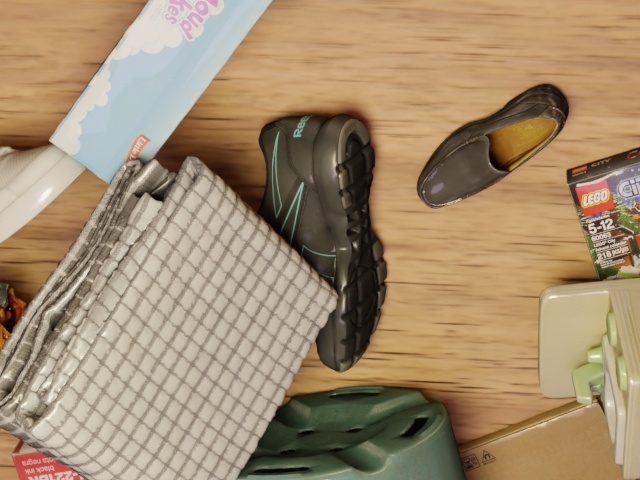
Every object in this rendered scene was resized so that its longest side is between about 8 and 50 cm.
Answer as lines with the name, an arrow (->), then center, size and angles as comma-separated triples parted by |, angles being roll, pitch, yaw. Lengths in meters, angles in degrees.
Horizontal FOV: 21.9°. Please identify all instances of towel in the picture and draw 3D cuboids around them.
towel -> -0.144, 0.090, 1.485 | 0.235, 0.121, 0.283 | 43, 69, -40

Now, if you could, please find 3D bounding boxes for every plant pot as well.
plant pot -> 0.028, 0.339, 1.628 | 0.341, 0.341, 0.334 | -9, 102, 10

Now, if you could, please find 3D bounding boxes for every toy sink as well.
toy sink -> 0.330, 0.130, 1.561 | 0.234, 0.131, 0.153 | -4, 133, 2

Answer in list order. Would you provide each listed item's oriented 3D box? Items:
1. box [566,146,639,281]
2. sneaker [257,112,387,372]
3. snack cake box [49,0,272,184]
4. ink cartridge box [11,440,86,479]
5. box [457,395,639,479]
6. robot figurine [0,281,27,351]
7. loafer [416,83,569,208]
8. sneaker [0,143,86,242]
box -> 0.369, -0.024, 1.577 | 0.233, 0.044, 0.159 | -18, 109, 13
sneaker -> 0.000, 0.000, 1.618 | 0.106, 0.101, 0.267 | 7, 113, 26
snack cake box -> -0.127, -0.186, 1.512 | 0.089, 0.152, 0.264 | 36, 111, -8
ink cartridge box -> -0.196, 0.280, 1.681 | 0.114, 0.197, 0.273 | -11, 109, 12
box -> 0.227, 0.265, 1.721 | 0.201, 0.021, 0.164 | -23, 107, 14
robot figurine -> -0.397, 0.121, 1.667 | 0.291, 0.085, 0.211 | -11, 146, 17
loafer -> 0.159, -0.084, 1.569 | 0.170, 0.061, 0.062 | -39, 104, 19
sneaker -> -0.359, -0.067, 1.572 | 0.292, 0.108, 0.169 | -24, 106, 41
